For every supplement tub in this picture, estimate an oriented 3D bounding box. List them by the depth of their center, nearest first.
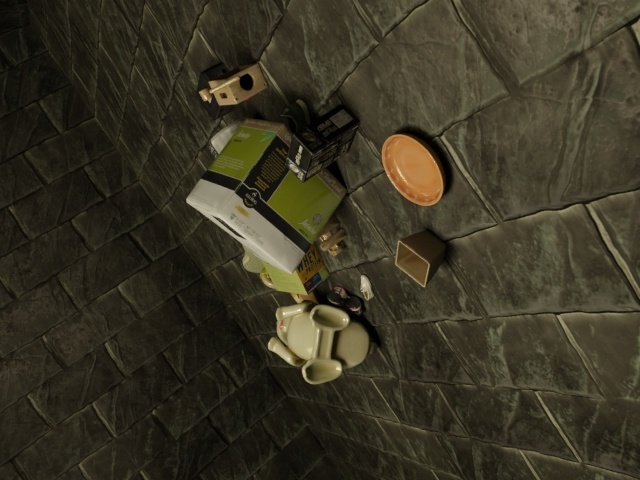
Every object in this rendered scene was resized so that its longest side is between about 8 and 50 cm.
[{"bbox_3d":[-0.222,-0.247,1.953,0.316,0.194,0.193,55,156,-1],"label":"supplement tub"}]

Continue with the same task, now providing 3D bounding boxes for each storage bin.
[{"bbox_3d":[-0.358,-0.517,1.984,0.122,0.084,0.180,53,155,2],"label":"storage bin"}]

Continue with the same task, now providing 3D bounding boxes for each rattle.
[{"bbox_3d":[-0.147,0.144,2.393,0.200,0.130,0.142,36,118,15],"label":"rattle"}]

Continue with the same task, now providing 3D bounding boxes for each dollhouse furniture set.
[{"bbox_3d":[0.000,0.000,1.960,0.144,0.123,0.151,57,156,-4],"label":"dollhouse furniture set"}]

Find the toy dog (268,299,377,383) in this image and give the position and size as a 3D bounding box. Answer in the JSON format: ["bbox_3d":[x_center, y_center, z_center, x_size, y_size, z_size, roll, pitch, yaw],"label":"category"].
[{"bbox_3d":[-0.014,0.355,2.248,0.408,0.396,0.284,7,97,59],"label":"toy dog"}]

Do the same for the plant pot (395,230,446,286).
[{"bbox_3d":[0.279,0.039,1.543,0.109,0.096,0.109,41,153,29],"label":"plant pot"}]

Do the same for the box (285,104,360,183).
[{"bbox_3d":[0.004,-0.262,1.546,0.077,0.180,0.147,47,156,12],"label":"box"}]

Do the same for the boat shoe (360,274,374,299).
[{"bbox_3d":[0.158,0.167,1.999,0.035,0.035,0.100,24,142,49],"label":"boat shoe"}]

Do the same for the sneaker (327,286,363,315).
[{"bbox_3d":[0.096,0.242,2.173,0.178,0.072,0.077,31,158,51],"label":"sneaker"}]

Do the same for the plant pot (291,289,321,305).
[{"bbox_3d":[-0.068,0.231,2.493,0.236,0.032,0.236,41,153,26],"label":"plant pot"}]

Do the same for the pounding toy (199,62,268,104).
[{"bbox_3d":[-0.270,-0.459,1.750,0.181,0.206,0.094,16,136,54],"label":"pounding toy"}]

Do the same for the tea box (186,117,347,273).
[{"bbox_3d":[-0.153,-0.136,1.709,0.220,0.323,0.329,23,164,50],"label":"tea box"}]

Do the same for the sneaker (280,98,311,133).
[{"bbox_3d":[-0.062,-0.318,1.705,0.064,0.086,0.192,22,140,50],"label":"sneaker"}]

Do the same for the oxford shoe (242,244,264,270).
[{"bbox_3d":[-0.262,0.033,2.489,0.449,0.169,0.129,94,175,-65],"label":"oxford shoe"}]

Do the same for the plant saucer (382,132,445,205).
[{"bbox_3d":[0.235,-0.180,1.412,0.200,0.037,0.200,42,154,26],"label":"plant saucer"}]

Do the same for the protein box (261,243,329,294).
[{"bbox_3d":[-0.108,0.085,2.217,0.200,0.136,0.201,2,125,49],"label":"protein box"}]
